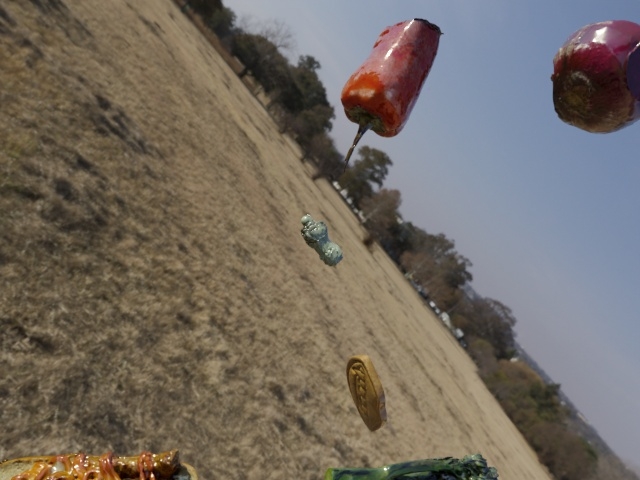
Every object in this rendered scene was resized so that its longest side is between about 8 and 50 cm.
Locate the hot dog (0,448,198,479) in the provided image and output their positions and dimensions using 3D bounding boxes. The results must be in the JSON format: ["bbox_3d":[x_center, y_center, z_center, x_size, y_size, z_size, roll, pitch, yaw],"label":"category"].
[{"bbox_3d":[-0.359,0.393,0.733,0.158,0.349,0.117,-89,175,-54],"label":"hot dog"}]

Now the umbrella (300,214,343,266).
[{"bbox_3d":[0.000,0.000,1.197,0.143,0.067,0.062,56,3,-3],"label":"umbrella"}]

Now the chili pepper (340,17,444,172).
[{"bbox_3d":[0.068,-0.161,0.550,0.084,0.192,0.086,23,-6,31],"label":"chili pepper"}]

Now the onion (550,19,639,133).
[{"bbox_3d":[0.517,-0.293,0.839,0.195,0.218,0.140,60,-13,-27],"label":"onion"}]

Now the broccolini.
[{"bbox_3d":[0.102,0.260,0.527,0.203,0.091,0.068,17,0,-5],"label":"broccolini"}]

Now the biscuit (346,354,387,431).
[{"bbox_3d":[0.103,0.349,1.126,0.142,0.029,0.220,39,-37,52],"label":"biscuit"}]
